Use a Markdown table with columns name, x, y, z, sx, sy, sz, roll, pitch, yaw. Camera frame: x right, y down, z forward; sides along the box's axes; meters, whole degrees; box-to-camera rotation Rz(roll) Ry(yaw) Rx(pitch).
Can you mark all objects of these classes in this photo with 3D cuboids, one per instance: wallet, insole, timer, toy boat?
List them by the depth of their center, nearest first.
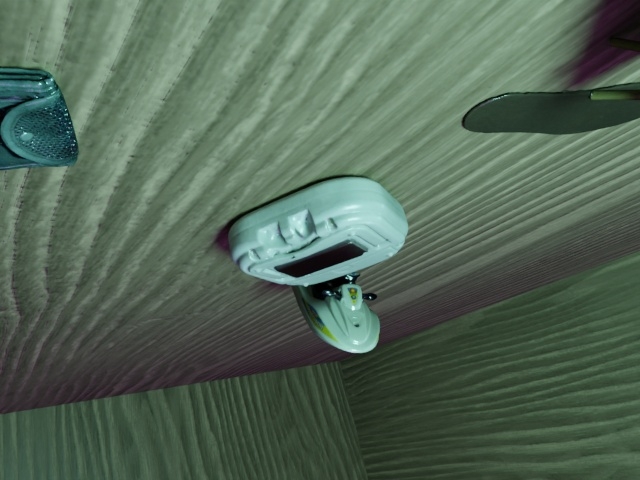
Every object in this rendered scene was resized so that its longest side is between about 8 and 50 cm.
| name | x | y | z | sx | sy | sz | roll | pitch | yaw |
| --- | --- | --- | --- | --- | --- | --- | --- | --- | --- |
| wallet | -0.261 | -0.096 | 0.418 | 0.088 | 0.026 | 0.129 | -6 | 159 | -20 |
| insole | 0.333 | -0.172 | 0.650 | 0.327 | 0.007 | 0.111 | -7 | 158 | -19 |
| timer | 0.000 | 0.000 | 0.772 | 0.261 | 0.087 | 0.237 | -21 | 159 | 22 |
| toy boat | 0.032 | 0.112 | 0.938 | 0.140 | 0.141 | 0.269 | -8 | -166 | -17 |

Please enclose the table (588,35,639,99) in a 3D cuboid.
| name | x | y | z | sx | sy | sz | roll | pitch | yaw |
| --- | --- | --- | --- | --- | --- | --- | --- | --- | --- |
| table | 0.319 | -0.189 | 0.410 | 0.111 | 0.122 | 0.240 | 21 | 171 | 20 |
